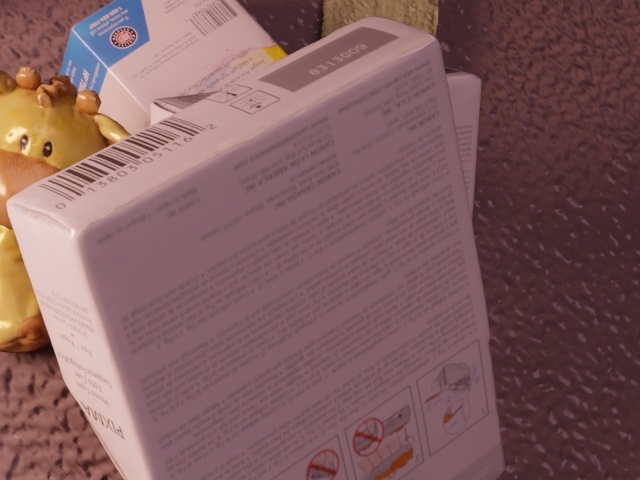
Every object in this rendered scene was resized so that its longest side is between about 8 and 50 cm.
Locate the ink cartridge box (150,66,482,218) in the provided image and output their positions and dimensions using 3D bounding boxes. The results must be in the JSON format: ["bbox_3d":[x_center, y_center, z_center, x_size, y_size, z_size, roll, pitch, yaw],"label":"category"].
[{"bbox_3d":[0.000,0.000,1.256,0.275,0.060,0.238,-11,112,-37],"label":"ink cartridge box"}]

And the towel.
[{"bbox_3d":[0.051,-0.188,1.461,0.110,0.027,0.148,11,62,-13],"label":"towel"}]

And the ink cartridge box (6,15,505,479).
[{"bbox_3d":[-0.022,0.077,1.174,0.308,0.385,0.091,-31,35,-29],"label":"ink cartridge box"}]

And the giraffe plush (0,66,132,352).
[{"bbox_3d":[-0.204,-0.040,1.211,0.181,0.170,0.210,0,64,-19],"label":"giraffe plush"}]

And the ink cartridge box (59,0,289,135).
[{"bbox_3d":[-0.083,-0.102,1.339,0.134,0.078,0.231,-37,81,-29],"label":"ink cartridge box"}]
